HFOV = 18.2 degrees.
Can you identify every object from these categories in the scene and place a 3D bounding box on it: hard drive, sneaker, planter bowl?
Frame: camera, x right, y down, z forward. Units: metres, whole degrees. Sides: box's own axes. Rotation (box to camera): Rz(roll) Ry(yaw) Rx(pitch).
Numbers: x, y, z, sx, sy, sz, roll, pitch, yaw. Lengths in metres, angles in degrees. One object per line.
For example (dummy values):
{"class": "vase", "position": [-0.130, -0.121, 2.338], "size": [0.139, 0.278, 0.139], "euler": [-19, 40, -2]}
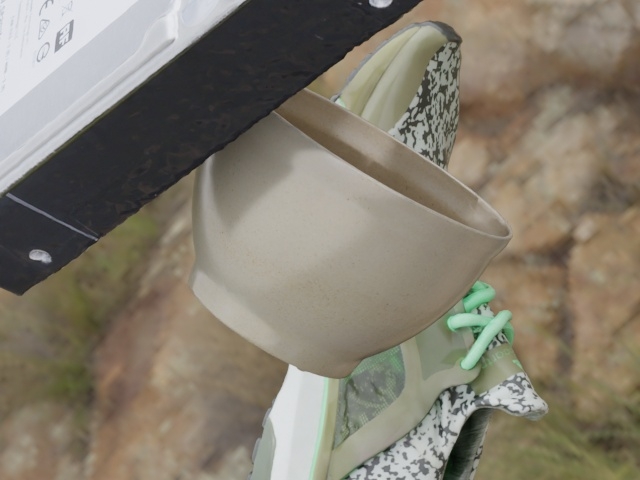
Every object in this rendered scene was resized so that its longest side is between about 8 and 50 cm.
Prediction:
{"class": "hard drive", "position": [-0.055, -0.149, 0.920], "size": [0.339, 0.064, 0.237], "euler": [-32, 43, 37]}
{"class": "sneaker", "position": [0.078, 0.062, 1.331], "size": [0.182, 0.158, 0.410], "euler": [11, 96, 26]}
{"class": "planter bowl", "position": [0.000, 0.000, 0.999], "size": [0.109, 0.162, 0.162], "euler": [-59, 34, 10]}
